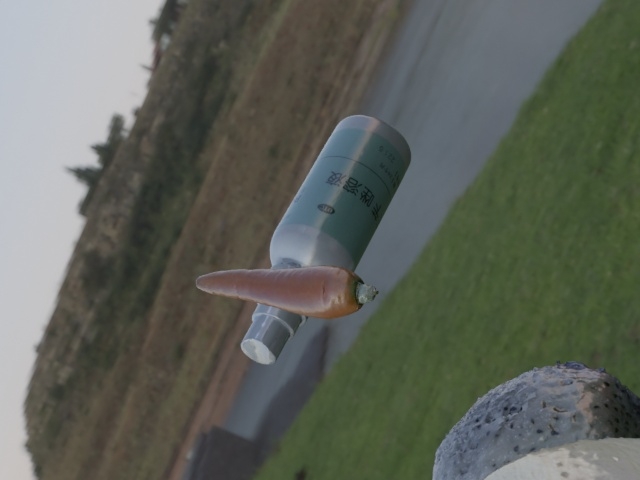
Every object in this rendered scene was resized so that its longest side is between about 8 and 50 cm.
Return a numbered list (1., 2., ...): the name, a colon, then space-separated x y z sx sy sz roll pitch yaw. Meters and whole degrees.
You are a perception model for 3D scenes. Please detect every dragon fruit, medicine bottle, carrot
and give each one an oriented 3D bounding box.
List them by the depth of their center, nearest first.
1. carrot: -0.023 0.032 0.760 0.142 0.035 0.035 2 59 38
2. dragon fruit: 0.282 0.293 1.334 0.221 0.283 0.204 -52 -1 43
3. medicine bottle: 0.000 0.000 1.443 0.352 0.110 0.110 -61 0 -33

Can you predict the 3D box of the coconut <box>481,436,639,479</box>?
1. coconut: 0.165 0.235 0.599 0.266 0.237 0.237 -93 27 -74
